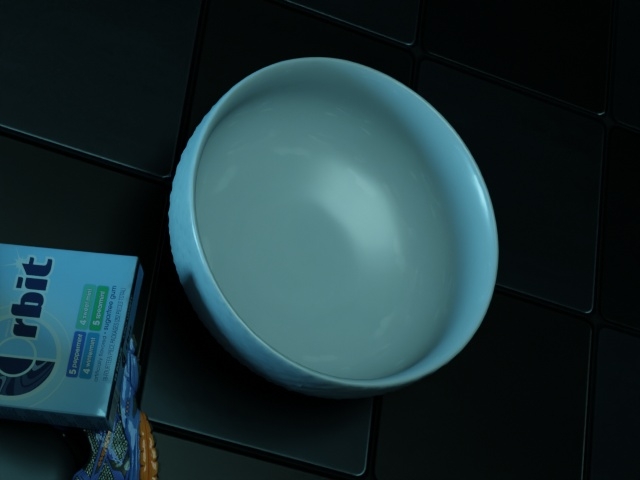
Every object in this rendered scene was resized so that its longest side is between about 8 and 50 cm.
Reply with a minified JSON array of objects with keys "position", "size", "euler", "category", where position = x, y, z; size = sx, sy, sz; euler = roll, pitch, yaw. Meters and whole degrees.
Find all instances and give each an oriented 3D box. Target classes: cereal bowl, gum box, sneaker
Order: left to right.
[{"position":[-0.264,0.083,1.640],"size":[0.184,0.041,0.157],"euler":[5,65,6],"category":"gum box"},{"position":[-0.209,0.139,1.673],"size":[0.087,0.083,0.221],"euler":[-8,70,-21],"category":"sneaker"},{"position":[0.000,0.000,1.798],"size":[0.339,0.141,0.339],"euler":[10,66,-23],"category":"cereal bowl"}]
